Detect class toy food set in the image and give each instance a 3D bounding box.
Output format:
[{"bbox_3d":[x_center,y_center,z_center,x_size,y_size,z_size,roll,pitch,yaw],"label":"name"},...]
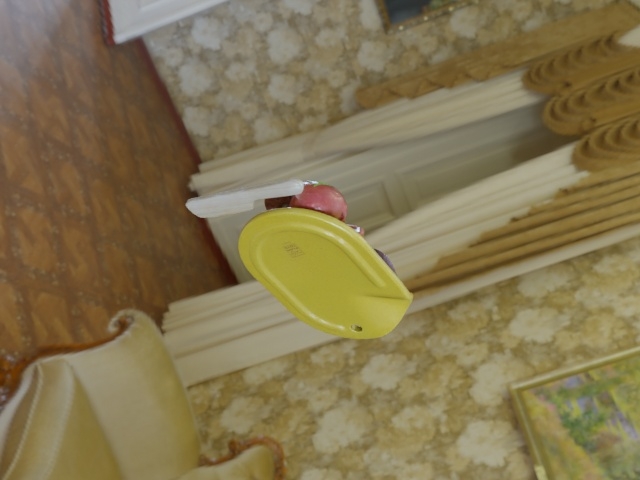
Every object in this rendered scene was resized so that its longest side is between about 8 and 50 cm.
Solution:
[{"bbox_3d":[0.000,0.000,0.732,0.218,0.128,0.071,48,43,-32],"label":"toy food set"}]
